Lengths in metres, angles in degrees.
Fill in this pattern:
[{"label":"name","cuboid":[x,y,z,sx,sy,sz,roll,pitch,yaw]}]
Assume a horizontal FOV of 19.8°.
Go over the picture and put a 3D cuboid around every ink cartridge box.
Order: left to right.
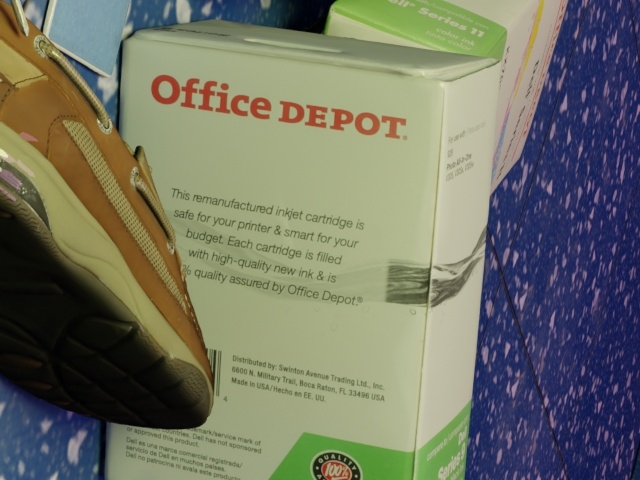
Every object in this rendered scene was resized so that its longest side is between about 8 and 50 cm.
[{"label":"ink cartridge box","cuboid":[-0.011,0.019,1.127,0.121,0.211,0.289,-27,125,-64]},{"label":"ink cartridge box","cuboid":[0.100,-0.128,1.420,0.353,0.119,0.207,-49,157,-56]}]

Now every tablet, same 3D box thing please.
[{"label":"tablet","cuboid":[-0.132,-0.128,1.037,0.083,0.006,0.054,28,73,-67]}]

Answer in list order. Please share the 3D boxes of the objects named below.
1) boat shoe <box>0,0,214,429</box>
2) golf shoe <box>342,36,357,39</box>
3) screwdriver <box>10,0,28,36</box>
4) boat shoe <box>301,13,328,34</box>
[{"label":"boat shoe","cuboid":[-0.125,-0.005,0.957,0.324,0.122,0.120,65,34,-56]},{"label":"golf shoe","cuboid":[0.000,0.000,1.238,0.105,0.120,0.273,-35,149,-57]},{"label":"screwdriver","cuboid":[-0.158,-0.176,0.837,0.024,0.025,0.170,-81,150,-79]},{"label":"boat shoe","cuboid":[-0.021,-0.125,1.282,0.046,0.038,0.125,103,14,-46]}]
